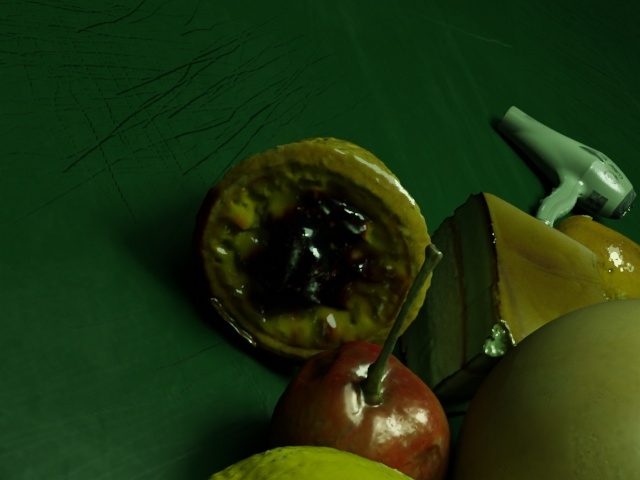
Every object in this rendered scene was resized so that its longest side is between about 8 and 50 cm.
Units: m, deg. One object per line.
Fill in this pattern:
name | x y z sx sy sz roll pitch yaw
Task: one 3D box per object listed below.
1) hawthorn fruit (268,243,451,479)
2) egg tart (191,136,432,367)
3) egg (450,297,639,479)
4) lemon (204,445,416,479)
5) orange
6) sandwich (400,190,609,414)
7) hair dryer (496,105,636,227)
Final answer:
hawthorn fruit | 0.043 0.124 0.848 0.165 0.285 0.165 6 51 -7
egg tart | 0.000 0.000 1.018 0.215 0.215 0.171 40 20 -6
egg | 0.269 0.197 0.931 0.374 0.301 0.301 11 45 -48
lemon | 0.012 0.257 0.715 0.263 0.236 0.236 53 35 12
orange | 0.338 0.044 1.376 0.157 0.134 0.156 35 -7 5
sandwich | 0.205 0.097 1.148 0.198 0.155 0.227 29 37 -20
hair dryer | 0.312 -0.100 1.565 0.225 0.088 0.219 -17 58 -35
